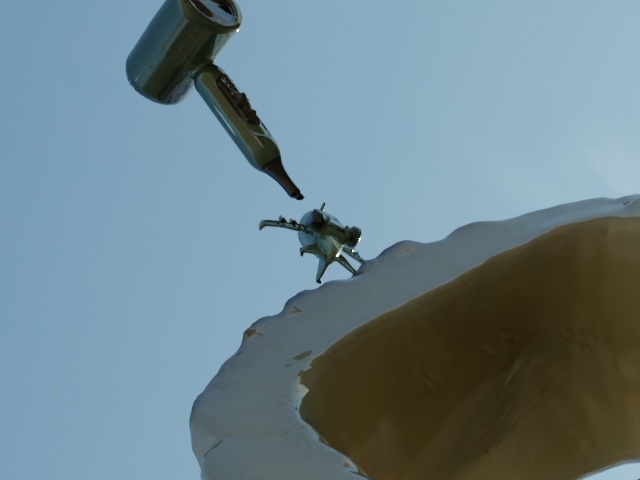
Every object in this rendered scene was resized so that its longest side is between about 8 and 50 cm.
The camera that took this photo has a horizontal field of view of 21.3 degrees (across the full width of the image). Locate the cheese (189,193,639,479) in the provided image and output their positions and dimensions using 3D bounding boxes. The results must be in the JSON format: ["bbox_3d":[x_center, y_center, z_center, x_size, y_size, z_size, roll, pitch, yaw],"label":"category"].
[{"bbox_3d":[0.121,0.106,0.752,0.332,0.292,0.153,-32,-60,-35],"label":"cheese"}]

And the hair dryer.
[{"bbox_3d":[-0.053,-0.079,1.008,0.047,0.071,0.150,-16,-117,-50],"label":"hair dryer"}]

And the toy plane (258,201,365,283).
[{"bbox_3d":[0.001,-0.002,0.978,0.080,0.083,0.033,23,-74,-16],"label":"toy plane"}]
